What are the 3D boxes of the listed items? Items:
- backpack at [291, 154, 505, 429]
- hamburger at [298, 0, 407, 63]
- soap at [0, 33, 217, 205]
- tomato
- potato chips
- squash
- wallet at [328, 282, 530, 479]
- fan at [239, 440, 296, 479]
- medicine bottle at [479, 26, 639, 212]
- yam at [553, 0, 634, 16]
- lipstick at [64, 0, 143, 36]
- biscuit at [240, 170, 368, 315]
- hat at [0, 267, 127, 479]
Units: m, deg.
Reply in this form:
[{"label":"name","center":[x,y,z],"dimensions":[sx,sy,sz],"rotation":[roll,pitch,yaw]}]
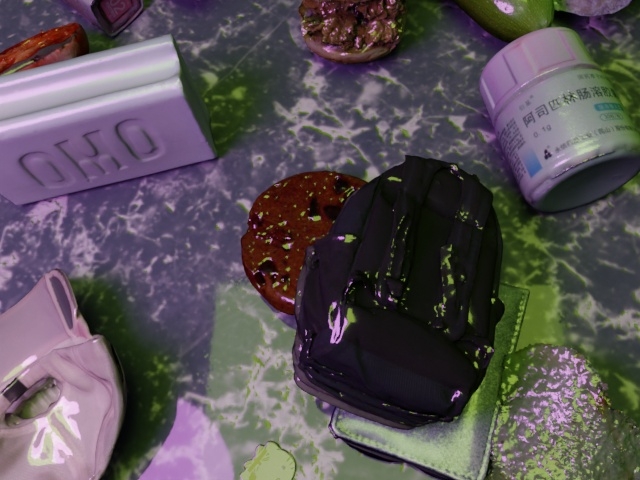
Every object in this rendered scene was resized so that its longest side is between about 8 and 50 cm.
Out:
[{"label":"backpack","center":[0.086,0.036,0.602],"dimensions":[0.206,0.133,0.258],"rotation":[25,64,-11]},{"label":"hamburger","center":[0.052,-0.313,0.799],"dimensions":[0.184,0.131,0.159],"rotation":[-26,55,-7]},{"label":"soap","center":[-0.273,-0.134,0.743],"dimensions":[0.265,0.160,0.088],"rotation":[-13,69,0]},{"label":"tomato","center":[-0.373,-0.208,0.814],"dimensions":[0.174,0.082,0.166],"rotation":[-26,33,-3]},{"label":"potato chips","center":[0.228,0.214,0.584],"dimensions":[0.167,0.059,0.228],"rotation":[-29,77,-7]},{"label":"squash","center":[0.163,-0.391,0.830],"dimensions":[0.101,0.101,0.379],"rotation":[-37,68,-9]},{"label":"wallet","center":[0.117,0.129,0.660],"dimensions":[0.167,0.036,0.222],"rotation":[17,70,13]},{"label":"fan","center":[-0.042,0.249,0.647],"dimensions":[0.083,0.004,0.056],"rotation":[35,75,18]},{"label":"medicine bottle","center":[0.263,-0.133,0.698],"dimensions":[0.135,0.135,0.169],"rotation":[-16,66,0]},{"label":"yam","center":[0.388,-0.472,0.767],"dimensions":[0.241,0.241,0.348],"rotation":[38,71,18]},{"label":"lipstick","center":[-0.370,-0.395,0.901],"dimensions":[0.253,0.079,0.077],"rotation":[38,78,20]},{"label":"biscuit","center":[0.000,0.000,0.712],"dimensions":[0.192,0.049,0.192],"rotation":[-5,63,10]},{"label":"hat","center":[-0.312,0.161,0.678],"dimensions":[0.219,0.164,0.226],"rotation":[-36,30,-8]}]
